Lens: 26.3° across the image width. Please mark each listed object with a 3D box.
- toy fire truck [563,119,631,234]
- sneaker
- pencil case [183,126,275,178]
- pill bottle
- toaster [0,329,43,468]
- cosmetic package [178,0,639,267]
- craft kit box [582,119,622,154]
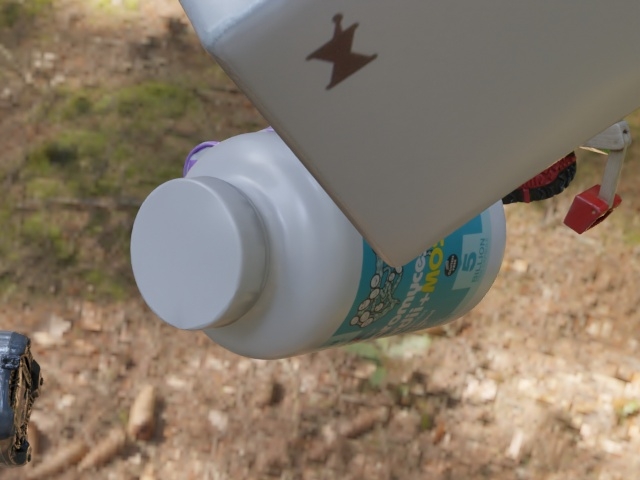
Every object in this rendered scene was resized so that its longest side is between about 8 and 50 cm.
[{"bbox_3d":[0.280,-0.117,1.443,0.047,0.192,0.135,-24,57,-42],"label":"toy fire truck"},{"bbox_3d":[0.199,-0.082,1.808,0.262,0.104,0.125,-6,8,-18],"label":"sneaker"},{"bbox_3d":[-0.062,-0.088,1.498,0.086,0.088,0.206,37,31,18],"label":"pencil case"},{"bbox_3d":[0.000,0.000,0.912,0.146,0.146,0.264,28,21,34],"label":"pill bottle"},{"bbox_3d":[-0.380,0.163,1.445,0.146,0.227,0.129,6,70,-4],"label":"toaster"},{"bbox_3d":[-0.004,-0.240,0.560,0.230,0.161,0.453,-33,55,5],"label":"cosmetic package"},{"bbox_3d":[0.327,-0.259,1.699,0.061,0.246,0.250,22,1,40],"label":"craft kit box"}]
